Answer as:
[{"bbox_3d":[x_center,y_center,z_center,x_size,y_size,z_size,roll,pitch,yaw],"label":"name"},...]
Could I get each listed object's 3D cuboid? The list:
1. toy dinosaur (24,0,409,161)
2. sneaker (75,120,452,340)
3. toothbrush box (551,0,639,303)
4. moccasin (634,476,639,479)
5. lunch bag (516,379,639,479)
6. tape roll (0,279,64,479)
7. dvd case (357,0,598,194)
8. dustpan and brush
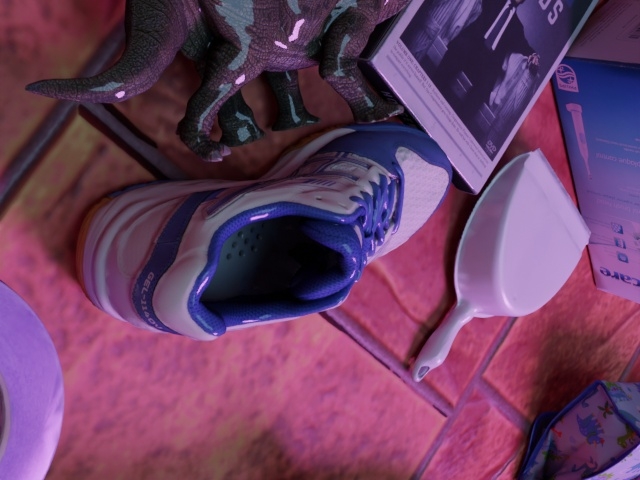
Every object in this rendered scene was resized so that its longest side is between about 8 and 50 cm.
[{"bbox_3d":[-0.038,-0.138,0.520,0.313,0.121,0.160,-17,104,-31],"label":"toy dinosaur"},{"bbox_3d":[0.000,0.000,0.572,0.296,0.131,0.112,-22,117,-35],"label":"sneaker"},{"bbox_3d":[0.356,-0.102,0.849,0.216,0.126,0.295,-40,129,-23],"label":"toothbrush box"},{"bbox_3d":[0.440,0.303,1.062,0.117,0.138,0.342,-44,144,8],"label":"moccasin"},{"bbox_3d":[0.295,0.220,0.936,0.129,0.096,0.151,9,128,-42],"label":"lunch bag"},{"bbox_3d":[-0.232,0.084,0.433,0.189,0.080,0.189,-15,114,-36],"label":"tape roll"},{"bbox_3d":[0.138,-0.181,0.695,0.179,0.029,0.238,42,77,-42],"label":"dvd case"},{"bbox_3d":[0.150,0.039,0.776,0.147,0.060,0.211,46,68,-40],"label":"dustpan and brush"}]
